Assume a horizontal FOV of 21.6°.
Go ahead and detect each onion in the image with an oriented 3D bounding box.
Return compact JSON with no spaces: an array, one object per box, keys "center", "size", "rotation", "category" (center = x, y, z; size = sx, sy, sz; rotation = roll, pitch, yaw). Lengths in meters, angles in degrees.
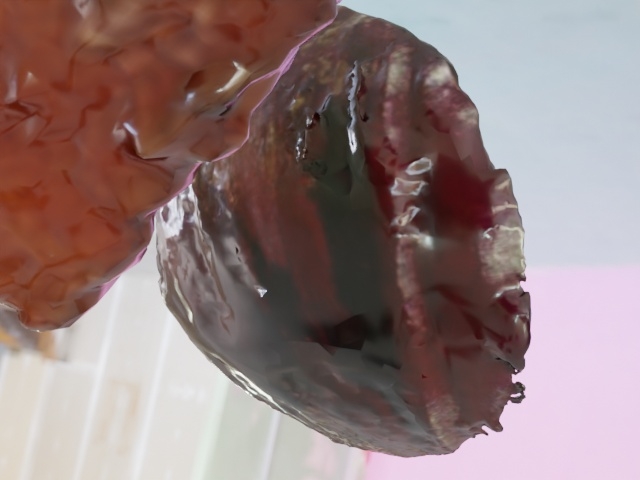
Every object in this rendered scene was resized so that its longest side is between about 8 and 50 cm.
[{"center":[0.000,0.000,1.064],"size":[0.146,0.314,0.280],"rotation":[-12,-176,-32],"category":"onion"}]

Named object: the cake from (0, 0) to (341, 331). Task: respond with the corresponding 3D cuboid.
[{"center":[-0.111,-0.196,0.473],"size":[0.319,0.270,0.269],"rotation":[33,123,-12],"category":"cake"}]
